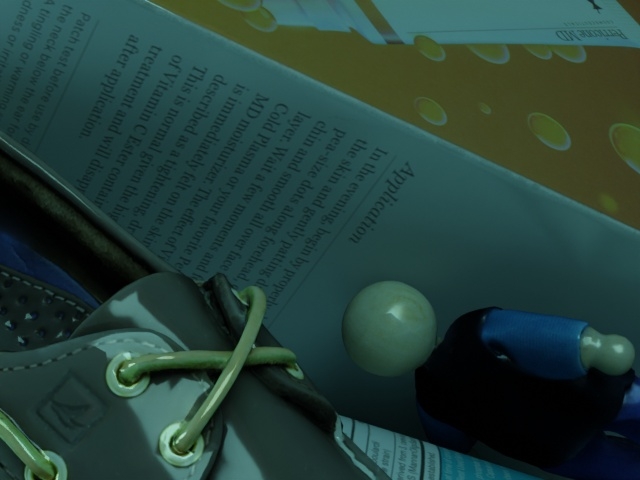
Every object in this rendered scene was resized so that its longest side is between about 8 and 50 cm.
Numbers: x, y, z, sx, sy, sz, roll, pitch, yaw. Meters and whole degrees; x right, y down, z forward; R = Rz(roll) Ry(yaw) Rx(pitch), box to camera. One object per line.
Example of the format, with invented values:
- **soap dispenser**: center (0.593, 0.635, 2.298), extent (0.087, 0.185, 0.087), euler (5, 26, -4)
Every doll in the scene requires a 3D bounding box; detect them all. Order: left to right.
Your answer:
- **doll**: center (0.091, 0.068, 0.490), extent (0.189, 0.129, 0.046), euler (25, 53, -17)

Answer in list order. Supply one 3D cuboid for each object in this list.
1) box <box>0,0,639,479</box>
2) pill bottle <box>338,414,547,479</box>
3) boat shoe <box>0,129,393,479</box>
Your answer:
- **box**: center (0.009, -0.055, 0.560), extent (0.345, 0.168, 0.215), euler (23, 40, -17)
- **pill bottle**: center (0.018, 0.147, 0.469), extent (0.264, 0.146, 0.146), euler (17, 45, 1)
- **boat shoe**: center (-0.066, 0.047, 0.362), extent (0.324, 0.096, 0.117), euler (33, 30, 24)
